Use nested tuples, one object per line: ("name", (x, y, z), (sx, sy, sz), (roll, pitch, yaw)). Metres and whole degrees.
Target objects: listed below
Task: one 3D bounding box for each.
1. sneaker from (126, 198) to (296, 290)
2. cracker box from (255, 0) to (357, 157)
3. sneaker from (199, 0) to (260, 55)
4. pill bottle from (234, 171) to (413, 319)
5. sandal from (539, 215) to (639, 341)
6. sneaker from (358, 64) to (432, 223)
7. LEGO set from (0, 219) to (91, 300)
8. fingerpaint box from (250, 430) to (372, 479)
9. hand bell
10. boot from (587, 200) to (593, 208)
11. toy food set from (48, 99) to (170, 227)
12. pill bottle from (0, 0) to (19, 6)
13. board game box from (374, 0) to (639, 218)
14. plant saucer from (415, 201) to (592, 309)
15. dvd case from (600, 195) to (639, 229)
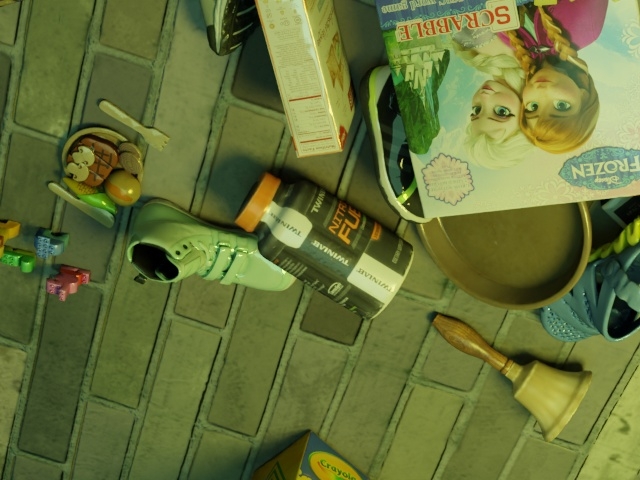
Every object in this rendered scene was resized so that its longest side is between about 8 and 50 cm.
("sneaker", (-0.163, 0.040, 1.810), (0.256, 0.151, 0.094), (21, 120, -4))
("cracker box", (-0.015, -0.246, 1.609), (0.067, 0.155, 0.232), (-7, 120, 14))
("sneaker", (-0.130, -0.370, 1.605), (0.108, 0.100, 0.271), (22, 130, 28))
("pill bottle", (0.000, 0.000, 1.768), (0.246, 0.130, 0.130), (31, 121, -9))
("sandal", (0.399, 0.079, 1.694), (0.126, 0.138, 0.317), (20, 150, -12))
("sneaker", (0.124, -0.132, 1.663), (0.097, 0.084, 0.234), (-7, 109, 37))
("LEGO set", (-0.473, 0.024, 1.890), (0.227, 0.093, 0.087), (14, 122, 2))
("fingerpaint box", (0.064, 0.583, 1.964), (0.445, 0.371, 0.163), (42, 121, -14))
("hand bell", (0.272, 0.185, 1.860), (0.242, 0.126, 0.126), (33, 121, 3))
("boot", (0.460, -0.084, 1.623), (0.229, 0.091, 0.263), (32, 122, 10))
("toy food set", (-0.319, -0.105, 1.817), (0.132, 0.038, 0.192), (32, 121, -9))
("pill bottle", (-0.352, -0.386, 1.606), (0.219, 0.122, 0.122), (-11, 118, 17))
("board game box", (0.250, -0.198, 1.524), (0.319, 0.066, 0.317), (-7, 109, 25))
("plant saucer", (0.249, -0.037, 1.694), (0.278, 0.041, 0.277), (19, 123, 31))
("dvd case", (0.535, -0.028, 1.714), (0.239, 0.029, 0.179), (41, 118, -14))
